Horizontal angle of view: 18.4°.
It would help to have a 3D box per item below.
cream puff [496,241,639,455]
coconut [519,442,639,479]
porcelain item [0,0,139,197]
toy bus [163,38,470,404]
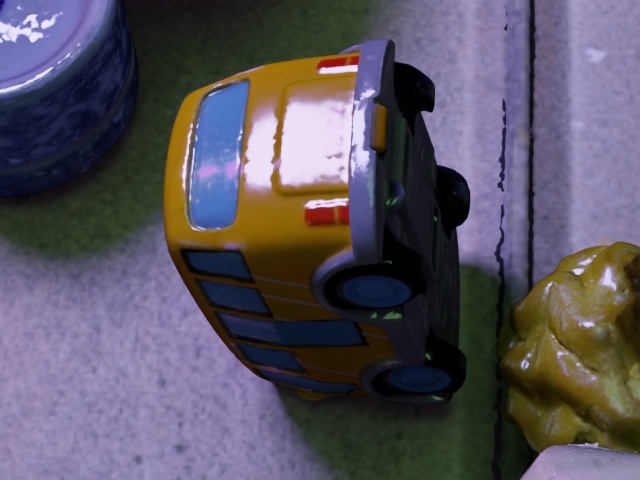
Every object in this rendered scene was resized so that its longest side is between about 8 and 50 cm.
[{"bbox_3d":[0.142,0.072,0.994,0.116,0.146,0.146,-25,52,37],"label":"cream puff"},{"bbox_3d":[0.127,0.147,0.871,0.122,0.116,0.116,-50,63,16],"label":"coconut"},{"bbox_3d":[-0.180,-0.106,1.120,0.147,0.114,0.147,-1,61,2],"label":"porcelain item"},{"bbox_3d":[0.000,0.000,0.997,0.136,0.209,0.126,-4,61,14],"label":"toy bus"}]
